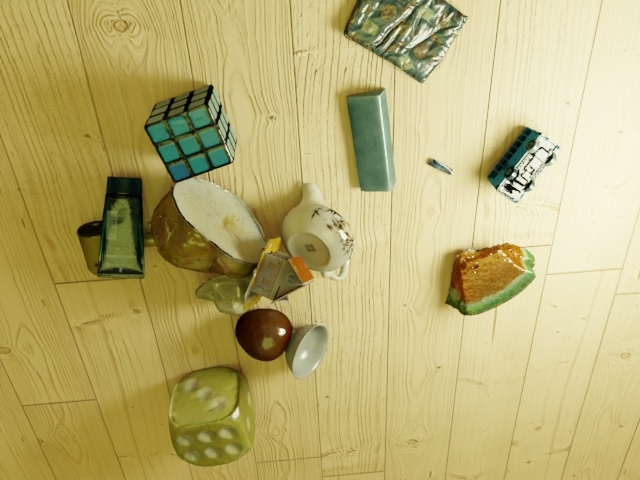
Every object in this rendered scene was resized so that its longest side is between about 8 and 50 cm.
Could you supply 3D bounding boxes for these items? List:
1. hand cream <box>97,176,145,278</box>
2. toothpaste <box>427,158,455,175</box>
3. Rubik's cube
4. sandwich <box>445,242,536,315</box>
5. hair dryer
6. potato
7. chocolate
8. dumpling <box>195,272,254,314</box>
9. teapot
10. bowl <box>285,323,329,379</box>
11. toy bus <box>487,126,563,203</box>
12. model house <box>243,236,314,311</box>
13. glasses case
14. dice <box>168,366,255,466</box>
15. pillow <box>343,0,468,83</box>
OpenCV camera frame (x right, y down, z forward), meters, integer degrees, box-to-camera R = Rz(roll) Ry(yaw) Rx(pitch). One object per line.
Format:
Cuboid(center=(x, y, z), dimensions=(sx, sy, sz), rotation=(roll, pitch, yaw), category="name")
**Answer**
Cuboid(center=(-0.522, -0.032, 1.403), dimensions=(0.120, 0.061, 0.270), rotation=(2, 94, -18), category="hand cream")
Cuboid(center=(0.335, -0.200, 1.462), dimensions=(0.083, 0.019, 0.027), rotation=(25, 139, -17), category="toothpaste")
Cuboid(center=(-0.308, -0.261, 1.292), dimensions=(0.161, 0.163, 0.162), rotation=(-18, 124, 6), category="Rubik's cube")
Cuboid(center=(0.511, 0.105, 1.601), dimensions=(0.292, 0.109, 0.212), rotation=(-18, 121, 6), category="sandwich")
Cuboid(center=(-0.518, 0.014, 1.485), dimensions=(0.279, 0.090, 0.134), rotation=(-6, 120, -8), category="hair dryer")
Cuboid(center=(-0.307, -0.009, 1.405), dimensions=(0.300, 0.246, 0.196), rotation=(39, 124, -19), category="potato")
Cuboid(center=(-0.179, 0.283, 1.623), dimensions=(0.177, 0.176, 0.176), rotation=(-2, 120, -4), category="chocolate")
Cuboid(center=(-0.268, 0.145, 1.515), dimensions=(0.173, 0.142, 0.247), rotation=(11, 152, -27), category="dumpling")
Cuboid(center=(0.000, 0.000, 1.489), dimensions=(0.209, 0.165, 0.299), rotation=(-12, 132, 22), category="teapot")
Cuboid(center=(-0.060, 0.338, 1.687), dimensions=(0.086, 0.189, 0.188), rotation=(22, 126, 32), category="bowl")
Cuboid(center=(0.541, -0.202, 1.427), dimensions=(0.090, 0.106, 0.184), rotation=(28, 109, -23), category="toy bus")
Cuboid(center=(-0.092, 0.109, 1.400), dimensions=(0.136, 0.219, 0.207), rotation=(22, 93, 10), category="model house")
Cuboid(center=(0.139, -0.253, 1.393), dimensions=(0.105, 0.056, 0.266), rotation=(-11, 120, 1), category="glasses case")
Cuboid(center=(-0.348, 0.573, 1.732), dimensions=(0.239, 0.233, 0.226), rotation=(-9, 121, 1), category="dice")
Cuboid(center=(0.199, -0.511, 1.259), dimensions=(0.256, 0.034, 0.189), rotation=(25, 115, -18), category="pillow")
